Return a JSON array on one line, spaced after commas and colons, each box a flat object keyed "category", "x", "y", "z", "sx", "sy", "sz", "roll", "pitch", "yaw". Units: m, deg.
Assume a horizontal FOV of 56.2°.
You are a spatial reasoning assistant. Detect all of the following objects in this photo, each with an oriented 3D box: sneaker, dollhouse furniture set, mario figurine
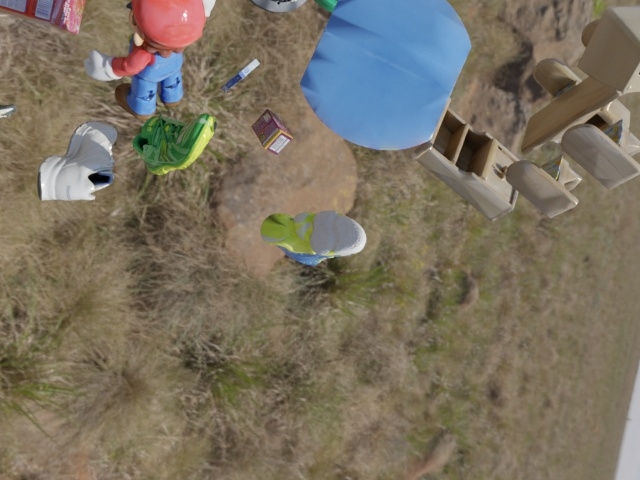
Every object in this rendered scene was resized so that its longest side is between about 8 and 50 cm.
[{"category": "sneaker", "x": -0.348, "y": -0.230, "z": 1.378, "sx": 0.123, "sy": 0.296, "sz": 0.109, "roll": 44, "pitch": 54, "yaw": -28}, {"category": "dollhouse furniture set", "x": 0.418, "y": -0.246, "z": 1.229, "sx": 0.257, "sy": 0.394, "sz": 0.362, "roll": 36, "pitch": 53, "yaw": -13}, {"category": "sneaker", "x": 0.000, "y": 0.000, "z": 1.207, "sx": 0.126, "sy": 0.240, "sz": 0.091, "roll": 45, "pitch": 62, "yaw": -52}, {"category": "sneaker", "x": -0.518, "y": -0.170, "z": 1.354, "sx": 0.297, "sy": 0.130, "sz": 0.111, "roll": -80, "pitch": -176, "yaw": -51}, {"category": "sneaker", "x": -0.550, "y": -0.220, "z": 0.991, "sx": 0.031, "sy": 0.083, "sz": 0.035, "roll": -174, "pitch": -107, "yaw": -79}, {"category": "mario figurine", "x": -0.291, "y": -0.360, "z": 1.034, "sx": 0.320, "sy": 0.170, "sz": 0.198, "roll": 133, "pitch": -24, "yaw": -59}]

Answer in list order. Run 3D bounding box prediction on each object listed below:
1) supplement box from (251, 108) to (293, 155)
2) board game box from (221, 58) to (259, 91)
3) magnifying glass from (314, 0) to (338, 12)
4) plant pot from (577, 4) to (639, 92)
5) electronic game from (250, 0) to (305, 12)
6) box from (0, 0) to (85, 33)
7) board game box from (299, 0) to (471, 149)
[{"category": "supplement box", "x": -0.105, "y": -0.234, "z": 1.292, "sx": 0.055, "sy": 0.083, "sz": 0.043, "roll": -44, "pitch": 143, "yaw": 20}, {"category": "board game box", "x": -0.223, "y": -0.458, "z": 1.662, "sx": 0.020, "sy": 0.090, "sz": 0.090, "roll": 51, "pitch": 49, "yaw": -17}, {"category": "magnifying glass", "x": 0.078, "y": -0.328, "z": 0.802, "sx": 0.231, "sy": 0.026, "sz": 0.092, "roll": 10, "pitch": 77, "yaw": -25}, {"category": "plant pot", "x": 0.489, "y": -0.288, "z": 0.927, "sx": 0.109, "sy": 0.109, "sz": 0.096, "roll": 99, "pitch": -21, "yaw": -51}, {"category": "electronic game", "x": -0.118, "y": -0.714, "z": 1.565, "sx": 0.229, "sy": 0.048, "sz": 0.229, "roll": -3, "pitch": 97, "yaw": -23}, {"category": "box", "x": -0.519, "y": -0.546, "z": 1.143, "sx": 0.122, "sy": 0.128, "sz": 0.256, "roll": -76, "pitch": -177, "yaw": -81}, {"category": "board game box", "x": 0.062, "y": -0.166, "z": 0.575, "sx": 0.033, "sy": 0.133, "sz": 0.168, "roll": 159, "pitch": -45, "yaw": -83}]
